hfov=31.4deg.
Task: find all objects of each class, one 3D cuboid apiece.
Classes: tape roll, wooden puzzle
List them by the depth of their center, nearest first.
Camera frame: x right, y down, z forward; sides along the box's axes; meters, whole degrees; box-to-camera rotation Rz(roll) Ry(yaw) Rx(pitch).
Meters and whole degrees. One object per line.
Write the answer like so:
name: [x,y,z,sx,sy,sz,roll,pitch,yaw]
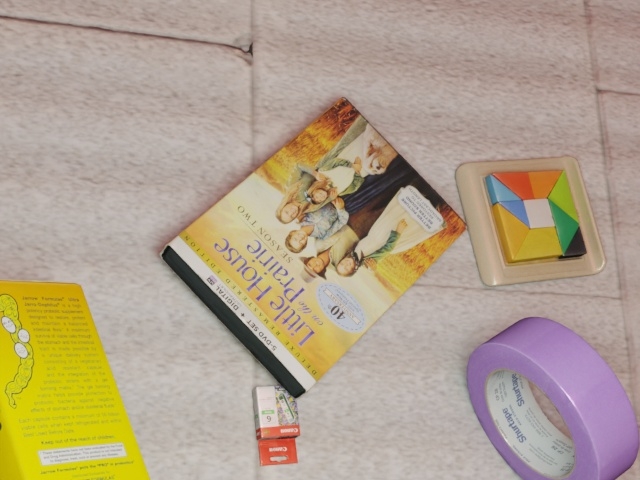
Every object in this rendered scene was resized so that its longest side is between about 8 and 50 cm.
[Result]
tape roll: [0.344,0.255,1.716,0.090,0.275,0.275,-30,83,-26]
wooden puzzle: [0.365,-0.039,1.955,0.238,0.044,0.221,-7,74,-21]

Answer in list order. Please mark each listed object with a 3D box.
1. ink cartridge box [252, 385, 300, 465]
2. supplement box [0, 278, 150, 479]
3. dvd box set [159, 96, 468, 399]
ink cartridge box: [-0.064,0.276,1.705,0.062,0.029,0.115,-1,71,-20]
supplement box: [-0.380,0.248,1.448,0.195,0.194,0.356,7,53,-53]
dvd box set: [0.000,0.000,1.792,0.307,0.062,0.420,47,60,2]
